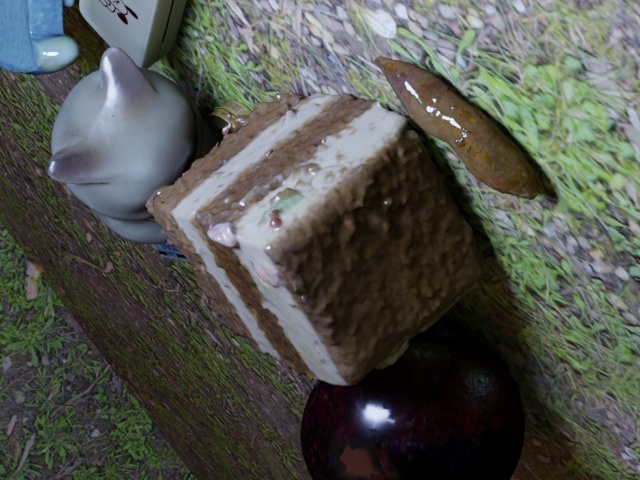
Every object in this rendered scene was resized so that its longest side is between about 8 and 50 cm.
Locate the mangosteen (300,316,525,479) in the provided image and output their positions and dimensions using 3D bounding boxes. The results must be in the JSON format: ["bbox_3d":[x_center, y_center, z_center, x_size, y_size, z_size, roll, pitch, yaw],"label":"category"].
[{"bbox_3d":[0.125,0.226,1.783,0.300,0.300,0.300,41,160,18],"label":"mangosteen"}]

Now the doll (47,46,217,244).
[{"bbox_3d":[-0.252,-0.119,1.892,0.226,0.215,0.370,31,175,-4],"label":"doll"}]

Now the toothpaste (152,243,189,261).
[{"bbox_3d":[-0.199,-0.012,2.276,0.067,0.081,0.336,51,162,-20],"label":"toothpaste"}]

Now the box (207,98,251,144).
[{"bbox_3d":[-0.108,-0.144,1.879,0.105,0.037,0.105,42,160,19],"label":"box"}]

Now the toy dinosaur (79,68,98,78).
[{"bbox_3d":[-0.341,-0.221,2.248,0.162,0.039,0.126,42,171,1],"label":"toy dinosaur"}]

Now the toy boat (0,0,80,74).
[{"bbox_3d":[-0.412,-0.357,1.978,0.330,0.123,0.215,23,119,53],"label":"toy boat"}]

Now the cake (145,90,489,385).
[{"bbox_3d":[0.000,0.000,1.596,0.290,0.255,0.282,28,155,53],"label":"cake"}]

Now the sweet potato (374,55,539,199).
[{"bbox_3d":[0.137,-0.119,1.373,0.218,0.051,0.065,44,163,10],"label":"sweet potato"}]

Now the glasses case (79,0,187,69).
[{"bbox_3d":[-0.238,-0.328,1.747,0.131,0.070,0.313,47,162,2],"label":"glasses case"}]
